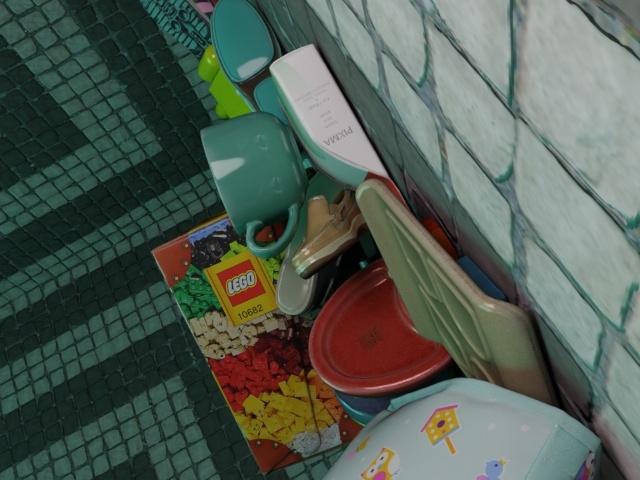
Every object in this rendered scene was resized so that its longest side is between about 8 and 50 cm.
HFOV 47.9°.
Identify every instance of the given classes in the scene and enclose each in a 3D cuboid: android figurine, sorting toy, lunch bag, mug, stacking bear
[{"bbox_3d":[-0.111,-0.219,1.208,0.248,0.056,0.273,54,163,-9],"label":"android figurine"},{"bbox_3d":[0.141,0.102,0.623,0.307,0.041,0.229,62,173,-34],"label":"sorting toy"},{"bbox_3d":[0.076,0.224,0.514,0.160,0.223,0.262,42,159,0],"label":"lunch bag"},{"bbox_3d":[-0.066,-0.070,0.833,0.129,0.097,0.158,-118,8,-77],"label":"mug"},{"bbox_3d":[0.111,0.186,0.941,0.289,0.164,0.175,56,-178,-47],"label":"stacking bear"}]

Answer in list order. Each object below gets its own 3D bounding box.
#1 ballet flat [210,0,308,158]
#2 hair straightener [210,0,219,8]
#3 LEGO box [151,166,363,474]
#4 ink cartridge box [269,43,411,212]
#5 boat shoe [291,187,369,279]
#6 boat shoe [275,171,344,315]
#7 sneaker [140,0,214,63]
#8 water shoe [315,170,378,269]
[{"bbox_3d":[-0.069,-0.205,0.945,0.247,0.083,0.087,61,-173,15],"label":"ballet flat"},{"bbox_3d":[-0.152,-0.387,1.160,0.089,0.047,0.230,60,-178,29],"label":"hair straightener"},{"bbox_3d":[-0.047,0.095,1.239,0.372,0.193,0.500,65,-170,-6],"label":"LEGO box"},{"bbox_3d":[0.027,-0.075,0.753,0.224,0.056,0.181,62,179,2],"label":"ink cartridge box"},{"bbox_3d":[0.006,-0.017,0.825,0.072,0.068,0.190,54,-154,-3],"label":"boat shoe"},{"bbox_3d":[0.000,0.000,0.951,0.075,0.206,0.065,18,180,29],"label":"boat shoe"},{"bbox_3d":[-0.175,-0.374,1.312,0.319,0.112,0.131,49,-135,-23],"label":"sneaker"},{"bbox_3d":[0.015,-0.039,1.098,0.203,0.080,0.073,59,177,48],"label":"water shoe"}]
